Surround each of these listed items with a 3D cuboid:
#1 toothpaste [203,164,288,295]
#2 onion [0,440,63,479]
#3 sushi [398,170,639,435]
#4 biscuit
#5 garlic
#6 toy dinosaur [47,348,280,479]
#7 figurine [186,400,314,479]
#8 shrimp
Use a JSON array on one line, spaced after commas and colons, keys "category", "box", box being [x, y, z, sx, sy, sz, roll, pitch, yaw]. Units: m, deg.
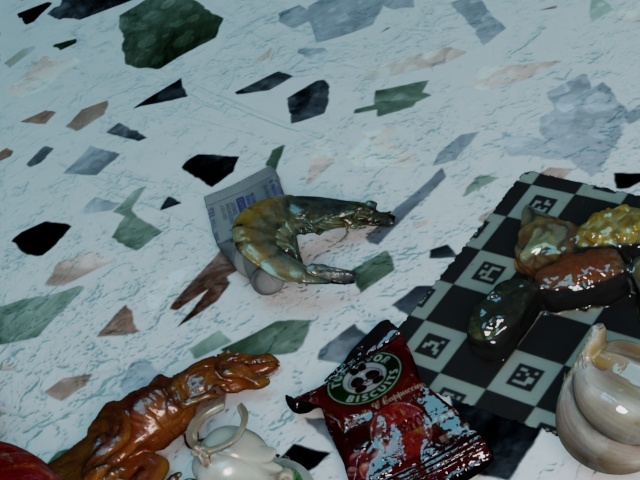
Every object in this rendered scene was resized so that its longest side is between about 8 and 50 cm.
[{"category": "toothpaste", "box": [-0.088, -0.016, 1.655, 0.099, 0.069, 0.282, 1, 29, -13]}, {"category": "onion", "box": [-0.350, 0.336, 1.237, 0.276, 0.276, 0.276, -14, 39, 12]}, {"category": "sushi", "box": [0.275, 0.045, 1.393, 0.343, 0.064, 0.359, 16, 54, 39]}, {"category": "biscuit", "box": [0.063, 0.188, 1.334, 0.151, 0.063, 0.235, -27, 37, -10]}, {"category": "garlic", "box": [0.310, 0.177, 1.189, 0.194, 0.131, 0.127, 32, 59, 4]}, {"category": "toy dinosaur", "box": [-0.236, 0.238, 1.401, 0.432, 0.097, 0.208, -23, 25, -5]}, {"category": "figurine", "box": [-0.084, 0.232, 1.283, 0.132, 0.154, 0.132, -14, 39, 11]}, {"category": "shrimp", "box": [0.000, 0.000, 1.558, 0.217, 0.051, 0.150, -6, 45, -17]}]
